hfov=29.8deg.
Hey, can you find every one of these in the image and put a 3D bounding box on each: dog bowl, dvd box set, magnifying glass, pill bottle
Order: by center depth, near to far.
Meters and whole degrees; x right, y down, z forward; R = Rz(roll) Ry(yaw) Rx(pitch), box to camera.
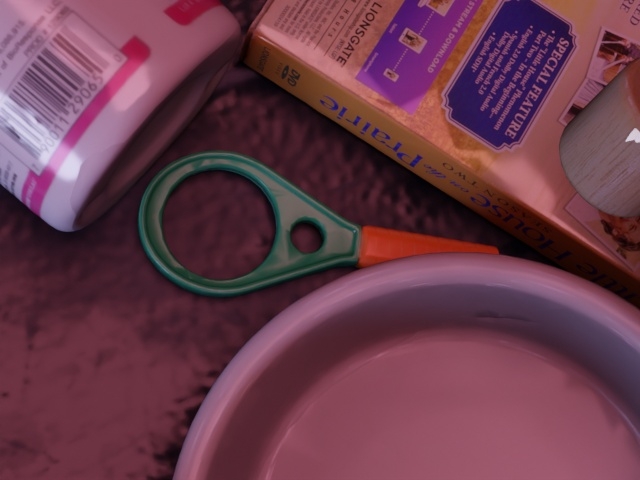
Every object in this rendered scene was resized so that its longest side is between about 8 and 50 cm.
[{"bbox_3d":[0.075,0.164,0.649,0.349,0.102,0.348,-2,77,7],"label":"dog bowl"},{"bbox_3d":[-0.199,-0.152,0.684,0.283,0.160,0.160,41,74,-1],"label":"pill bottle"},{"bbox_3d":[0.000,0.000,0.763,0.231,0.026,0.092,9,76,-7],"label":"magnifying glass"},{"bbox_3d":[0.202,-0.134,0.811,0.420,0.062,0.307,32,74,-3],"label":"dvd box set"}]

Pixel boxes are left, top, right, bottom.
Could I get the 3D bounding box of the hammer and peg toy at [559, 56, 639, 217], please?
[{"bbox_3d":[0.283,0.008,0.643,0.361,0.127,0.266,-8,72,-31],"label":"hammer and peg toy"}]
